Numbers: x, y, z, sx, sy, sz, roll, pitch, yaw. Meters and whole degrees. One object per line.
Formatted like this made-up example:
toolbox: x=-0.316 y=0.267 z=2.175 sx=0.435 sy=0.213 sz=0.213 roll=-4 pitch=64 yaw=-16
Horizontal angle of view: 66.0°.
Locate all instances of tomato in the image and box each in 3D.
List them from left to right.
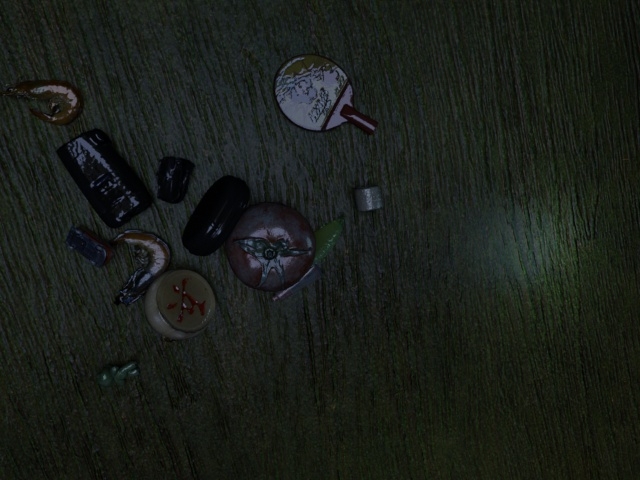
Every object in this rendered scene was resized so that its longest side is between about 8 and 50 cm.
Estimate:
tomato: x=-0.172 y=0.022 z=1.719 sx=0.316 sy=0.282 sz=0.317 roll=-1 pitch=101 yaw=-7

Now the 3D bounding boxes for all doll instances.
doll: x=-0.742 y=0.485 z=1.806 sx=0.150 sy=0.077 sz=0.115 roll=-14 pitch=137 yaw=-17

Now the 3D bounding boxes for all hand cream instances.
hand cream: x=-0.089 y=0.168 z=1.872 sx=0.209 sy=0.043 sz=0.067 roll=-32 pitch=123 yaw=-5

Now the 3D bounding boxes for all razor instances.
razor: x=-0.738 y=-0.214 z=1.693 sx=0.189 sy=0.107 sz=0.327 roll=-33 pitch=99 yaw=-3

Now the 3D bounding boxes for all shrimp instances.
shrimp: x=-0.933 y=-0.473 z=1.658 sx=0.248 sy=0.068 sz=0.150 roll=8 pitch=101 yaw=-14
shrimp: x=-0.681 y=0.092 z=1.766 sx=0.222 sy=0.054 sz=0.290 roll=37 pitch=87 yaw=-12

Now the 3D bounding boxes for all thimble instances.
thimble: x=0.176 y=-0.160 z=1.833 sx=0.102 sy=0.115 sz=0.090 roll=-12 pitch=100 yaw=-9

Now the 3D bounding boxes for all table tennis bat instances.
table tennis bat: x=0.023 y=-0.510 z=1.804 sx=0.414 sy=0.051 sz=0.268 roll=29 pitch=92 yaw=-8

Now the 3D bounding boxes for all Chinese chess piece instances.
Chinese chess piece: x=-0.489 y=0.222 z=1.723 sx=0.103 sy=0.250 sz=0.250 roll=-26 pitch=104 yaw=40

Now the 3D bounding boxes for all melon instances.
melon: x=0.001 y=-0.001 z=1.873 sx=0.114 sy=0.053 sz=0.262 roll=42 pitch=85 yaw=7

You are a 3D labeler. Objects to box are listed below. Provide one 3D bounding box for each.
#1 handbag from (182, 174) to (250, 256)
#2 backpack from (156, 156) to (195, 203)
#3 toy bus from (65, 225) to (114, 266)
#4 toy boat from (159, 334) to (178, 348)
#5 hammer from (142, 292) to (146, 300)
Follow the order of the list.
handbag: x=-0.363 y=-0.088 z=1.688 sx=0.093 sy=0.253 sz=0.308 roll=37 pitch=73 yaw=-30
backpack: x=-0.519 y=-0.214 z=1.727 sx=0.105 sy=0.120 sz=0.165 roll=19 pitch=94 yaw=11
toy bus: x=-0.791 y=0.021 z=1.706 sx=0.174 sy=0.077 sz=0.079 roll=33 pitch=103 yaw=11
toy boat: x=-0.547 y=0.278 z=1.789 sx=0.068 sy=0.088 sz=0.226 roll=-5 pitch=97 yaw=-44
hammer: x=-0.610 y=0.237 z=1.810 sx=0.019 sy=0.035 sz=0.110 roll=-42 pitch=109 yaw=-3
